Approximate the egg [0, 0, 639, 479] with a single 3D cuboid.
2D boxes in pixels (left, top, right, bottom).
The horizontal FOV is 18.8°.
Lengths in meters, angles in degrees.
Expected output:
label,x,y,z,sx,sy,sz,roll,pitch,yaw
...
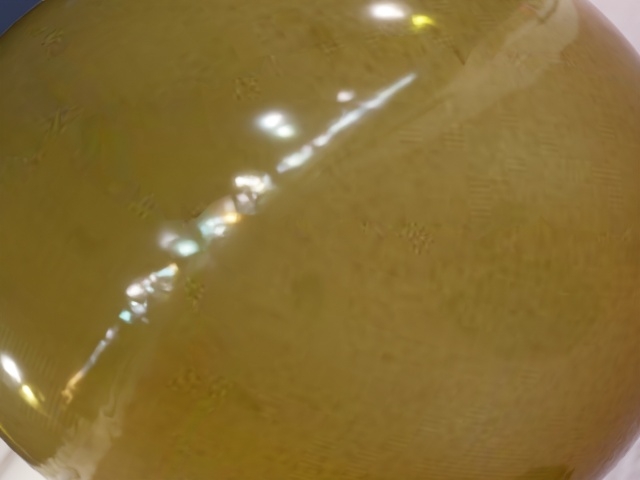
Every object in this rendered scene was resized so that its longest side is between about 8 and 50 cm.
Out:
label,x,y,z,sx,sy,sz,roll,pitch,yaw
egg,0.000,0.000,0.720,0.322,0.250,0.250,6,-46,-45
